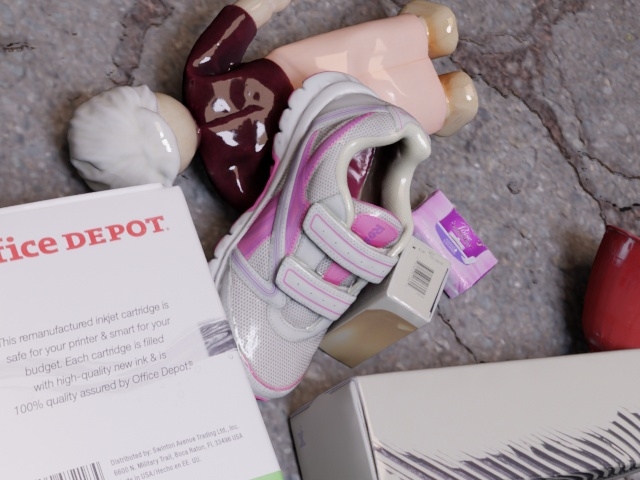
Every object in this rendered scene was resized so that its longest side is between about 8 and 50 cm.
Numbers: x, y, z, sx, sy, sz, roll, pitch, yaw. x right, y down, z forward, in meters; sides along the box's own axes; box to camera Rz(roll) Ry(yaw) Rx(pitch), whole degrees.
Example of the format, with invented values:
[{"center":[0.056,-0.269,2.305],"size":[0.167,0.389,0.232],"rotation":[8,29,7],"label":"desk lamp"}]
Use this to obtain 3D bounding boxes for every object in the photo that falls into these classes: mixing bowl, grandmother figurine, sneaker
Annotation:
[{"center":[0.288,0.076,1.136],"size":[0.181,0.181,0.098],"rotation":[35,93,-10],"label":"mixing bowl"},{"center":[-0.035,-0.098,1.067],"size":[0.342,0.104,0.208],"rotation":[-15,80,-31],"label":"grandmother figurine"},{"center":[0.000,0.000,0.981],"size":[0.103,0.111,0.252],"rotation":[20,88,-38],"label":"sneaker"}]

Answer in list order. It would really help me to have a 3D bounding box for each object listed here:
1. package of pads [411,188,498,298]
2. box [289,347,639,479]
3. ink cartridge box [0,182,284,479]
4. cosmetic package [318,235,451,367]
[{"center":[0.105,0.002,1.133],"size":[0.050,0.032,0.083],"rotation":[-38,88,-35],"label":"package of pads"},{"center":[0.125,0.148,1.026],"size":[0.275,0.113,0.094],"rotation":[-3,70,-29],"label":"box"},{"center":[-0.153,0.118,0.879],"size":[0.198,0.115,0.273],"rotation":[-12,74,-33],"label":"ink cartridge box"},{"center":[0.046,0.048,1.026],"size":[0.041,0.115,0.060],"rotation":[33,56,-13],"label":"cosmetic package"}]
